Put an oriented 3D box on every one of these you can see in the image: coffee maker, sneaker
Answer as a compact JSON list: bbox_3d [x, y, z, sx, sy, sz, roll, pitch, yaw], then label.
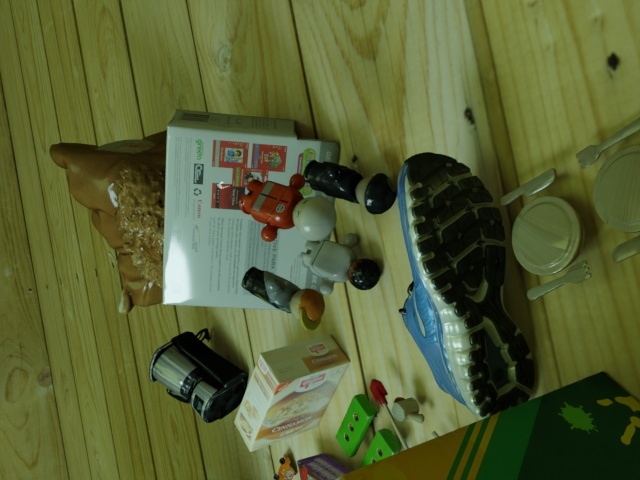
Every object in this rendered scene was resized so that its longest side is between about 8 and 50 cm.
[{"bbox_3d":[-0.240,0.275,1.447,0.178,0.171,0.120,30,146,24],"label":"coffee maker"},{"bbox_3d":[0.144,0.058,0.833,0.147,0.130,0.330,4,111,60],"label":"sneaker"}]

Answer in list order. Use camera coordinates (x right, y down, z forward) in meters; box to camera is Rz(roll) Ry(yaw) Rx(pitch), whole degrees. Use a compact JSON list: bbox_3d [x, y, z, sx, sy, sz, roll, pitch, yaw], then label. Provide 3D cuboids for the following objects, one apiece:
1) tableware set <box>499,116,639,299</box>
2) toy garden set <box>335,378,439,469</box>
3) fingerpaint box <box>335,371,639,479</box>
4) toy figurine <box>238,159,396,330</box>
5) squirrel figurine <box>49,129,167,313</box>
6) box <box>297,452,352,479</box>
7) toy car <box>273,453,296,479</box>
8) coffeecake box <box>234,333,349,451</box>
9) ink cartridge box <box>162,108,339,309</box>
[{"bbox_3d":[0.285,-0.026,0.713,0.194,0.039,0.128,-35,57,46],"label":"tableware set"},{"bbox_3d":[0.130,0.316,1.001,0.244,0.049,0.204,51,137,37],"label":"toy garden set"},{"bbox_3d":[0.152,0.388,0.702,0.163,0.371,0.445,45,131,41],"label":"fingerpaint box"},{"bbox_3d":[0.000,0.000,0.978,0.148,0.213,0.209,19,117,34],"label":"toy figurine"},{"bbox_3d":[-0.360,-0.011,1.440,0.397,0.281,0.370,29,127,52],"label":"squirrel figurine"},{"bbox_3d":[0.041,0.515,1.118,0.201,0.057,0.293,164,95,-70],"label":"box"},{"bbox_3d":[-0.071,0.464,1.343,0.040,0.060,0.122,19,144,5],"label":"toy car"},{"bbox_3d":[-0.051,0.256,1.158,0.068,0.142,0.185,52,136,34],"label":"coffeecake box"},{"bbox_3d":[-0.121,-0.046,1.163,0.130,0.272,0.309,-102,18,-68],"label":"ink cartridge box"}]
